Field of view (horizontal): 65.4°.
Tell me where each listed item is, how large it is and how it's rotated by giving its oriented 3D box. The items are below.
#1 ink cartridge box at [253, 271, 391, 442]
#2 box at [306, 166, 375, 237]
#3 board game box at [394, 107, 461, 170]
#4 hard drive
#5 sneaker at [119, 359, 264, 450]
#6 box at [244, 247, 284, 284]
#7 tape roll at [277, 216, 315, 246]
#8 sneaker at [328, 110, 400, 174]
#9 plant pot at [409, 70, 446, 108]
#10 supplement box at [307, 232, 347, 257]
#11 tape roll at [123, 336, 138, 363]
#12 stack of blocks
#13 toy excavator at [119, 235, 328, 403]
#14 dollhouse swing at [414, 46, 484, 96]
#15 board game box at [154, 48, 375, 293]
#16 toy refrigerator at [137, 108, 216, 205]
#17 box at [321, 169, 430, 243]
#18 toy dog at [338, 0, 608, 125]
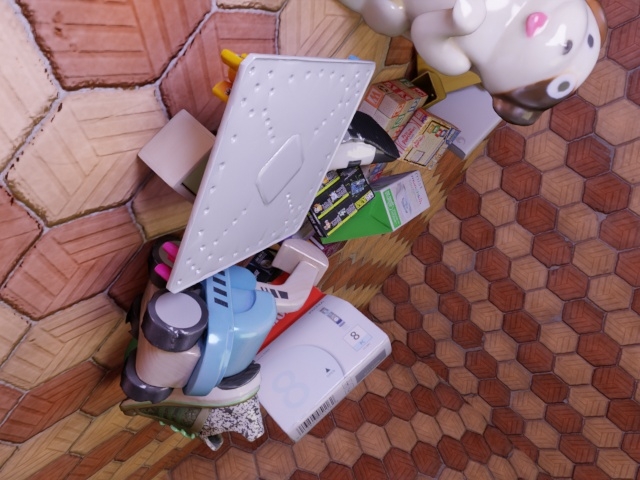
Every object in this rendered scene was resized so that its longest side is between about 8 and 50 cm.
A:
[{"bbox_3d":[-0.071,0.236,1.211,0.308,0.385,0.091,-40,144,-17],"label":"ink cartridge box"},{"bbox_3d":[0.028,-0.134,1.236,0.191,0.184,0.045,-41,-156,-26],"label":"box"},{"bbox_3d":[0.295,-0.278,1.400,0.194,0.045,0.146,5,128,-50],"label":"board game box"},{"bbox_3d":[0.465,-0.442,1.534,0.353,0.233,0.047,-45,165,-11],"label":"hard drive"},{"bbox_3d":[-0.290,0.391,1.112,0.411,0.181,0.158,-15,-178,32],"label":"sneaker"},{"bbox_3d":[-0.157,0.104,1.465,0.147,0.077,0.180,-49,164,5],"label":"box"},{"bbox_3d":[-0.059,-0.067,1.323,0.189,0.080,0.189,-44,163,-17],"label":"tape roll"},{"bbox_3d":[0.046,-0.219,1.151,0.331,0.122,0.146,4,144,-44],"label":"sneaker"},{"bbox_3d":[0.296,-0.405,1.358,0.083,0.081,0.081,-17,176,-45],"label":"plant pot"},{"bbox_3d":[0.000,0.000,1.587,0.188,0.104,0.080,-30,157,-47],"label":"supplement box"},{"bbox_3d":[-0.348,0.241,1.294,0.321,0.077,0.321,-44,163,-17],"label":"tape roll"},{"bbox_3d":[0.149,-0.280,1.352,0.171,0.087,0.297,-30,156,-47],"label":"stack of blocks"},{"bbox_3d":[-0.166,0.137,1.079,0.446,0.432,0.222,15,125,-25],"label":"toy excavator"},{"bbox_3d":[0.410,-0.597,1.348,0.347,0.305,0.314,41,49,-74],"label":"dollhouse swing"},{"bbox_3d":[-0.083,-0.130,0.843,0.390,0.050,0.389,-30,152,-56],"label":"board game box"},{"bbox_3d":[-0.190,-0.104,0.867,0.102,0.094,0.269,-47,163,-5],"label":"toy refrigerator"},{"bbox_3d":[0.146,-0.102,1.472,0.262,0.126,0.231,-10,-167,41],"label":"box"},{"bbox_3d":[0.272,-0.378,0.861,0.284,0.408,0.395,-48,164,1],"label":"toy dog"}]
